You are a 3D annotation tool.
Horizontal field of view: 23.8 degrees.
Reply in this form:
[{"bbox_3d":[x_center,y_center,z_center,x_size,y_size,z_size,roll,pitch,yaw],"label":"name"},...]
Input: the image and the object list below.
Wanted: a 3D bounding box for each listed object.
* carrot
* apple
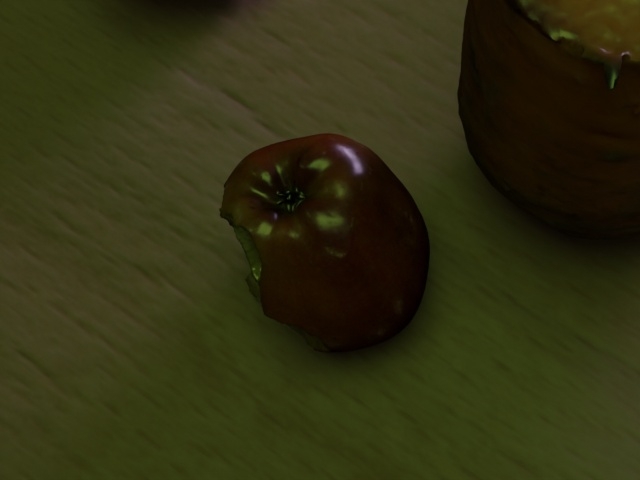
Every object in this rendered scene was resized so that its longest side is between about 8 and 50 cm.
[{"bbox_3d":[0.201,-0.133,1.042,0.224,0.340,0.224,-3,70,8],"label":"carrot"},{"bbox_3d":[0.006,-0.002,1.123,0.147,0.158,0.156,-5,65,5],"label":"apple"}]
